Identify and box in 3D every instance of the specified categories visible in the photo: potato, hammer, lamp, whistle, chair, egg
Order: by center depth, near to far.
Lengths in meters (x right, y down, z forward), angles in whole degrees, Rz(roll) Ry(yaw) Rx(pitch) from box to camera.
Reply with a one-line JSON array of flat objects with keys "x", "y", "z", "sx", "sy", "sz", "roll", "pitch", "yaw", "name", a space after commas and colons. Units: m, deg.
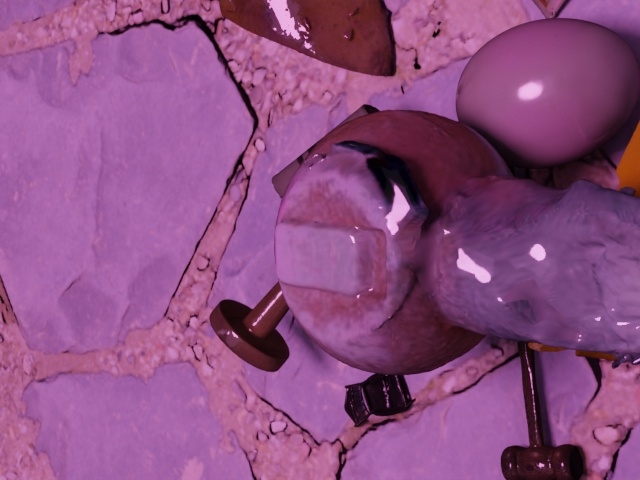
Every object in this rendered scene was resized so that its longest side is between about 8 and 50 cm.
[{"x": 0.108, "y": 0.007, "z": 0.877, "sx": 0.348, "sy": 0.189, "sz": 0.189, "roll": 8, "pitch": 97, "yaw": 41, "name": "whistle"}, {"x": 0.157, "y": -0.102, "z": 0.941, "sx": 0.135, "sy": 0.103, "sz": 0.103, "roll": -13, "pitch": 84, "yaw": 40, "name": "egg"}, {"x": 0.150, "y": 0.035, "z": 1.007, "sx": 0.058, "sy": 0.029, "sz": 0.292, "roll": -9, "pitch": 85, "yaw": 37, "name": "hammer"}, {"x": 0.000, "y": 0.000, "z": 1.057, "sx": 0.214, "sy": 0.121, "sz": 0.121, "roll": -50, "pitch": 62, "yaw": 15, "name": "lamp"}, {"x": -0.018, "y": -0.200, "z": 1.086, "sx": 0.172, "sy": 0.089, "sz": 0.100, "roll": 32, "pitch": 109, "yaw": 35, "name": "potato"}, {"x": 0.049, "y": 0.124, "z": 1.086, "sx": 0.086, "sy": 0.042, "sz": 0.037, "roll": 132, "pitch": 124, "yaw": -70, "name": "chair"}]

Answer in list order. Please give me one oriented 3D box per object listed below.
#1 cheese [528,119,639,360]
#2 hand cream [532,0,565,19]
[{"x": 0.218, "y": 0.023, "z": 0.899, "sx": 0.171, "sy": 0.093, "sz": 0.126, "roll": -53, "pitch": 44, "yaw": 37, "name": "cheese"}, {"x": 0.191, "y": -0.223, "z": 0.959, "sx": 0.061, "sy": 0.039, "sz": 0.143, "roll": 55, "pitch": 131, "yaw": 15, "name": "hand cream"}]
